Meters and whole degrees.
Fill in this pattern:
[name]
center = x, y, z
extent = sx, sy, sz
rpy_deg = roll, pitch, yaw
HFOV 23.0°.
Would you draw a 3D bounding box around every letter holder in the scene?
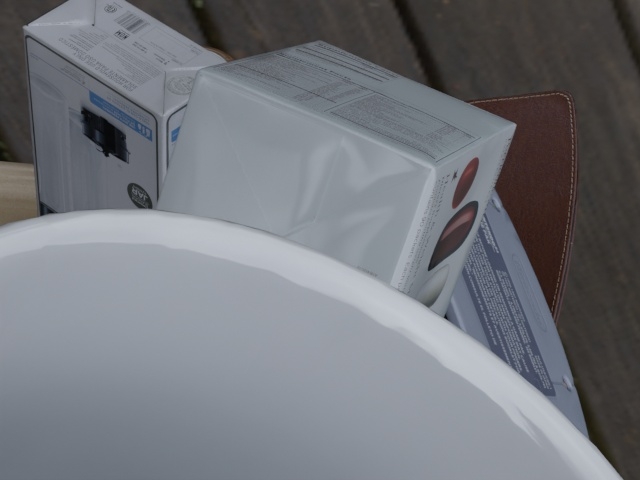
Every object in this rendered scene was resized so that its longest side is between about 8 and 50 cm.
[letter holder]
center = 0.179, 0.017, 1.599
extent = 0.152, 0.214, 0.302
rpy_deg = 46, 46, -48

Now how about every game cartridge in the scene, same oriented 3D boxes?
[game cartridge]
center = 0.127, 0.046, 1.311
extent = 0.196, 0.060, 0.294
rpy_deg = 10, 56, -53

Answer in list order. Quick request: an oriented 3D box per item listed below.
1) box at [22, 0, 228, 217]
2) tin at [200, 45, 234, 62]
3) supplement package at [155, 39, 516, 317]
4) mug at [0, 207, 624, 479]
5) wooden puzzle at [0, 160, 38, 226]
[box]
center = -0.165, -0.056, 1.374
extent = 0.087, 0.169, 0.290
rpy_deg = -39, 151, -34
[tin]
center = -0.167, -0.138, 1.570
extent = 0.189, 0.106, 0.040
rpy_deg = -16, 141, -9
[supplement package]
center = 0.000, 0.000, 0.956
extent = 0.203, 0.149, 0.194
rpy_deg = -31, 143, -67
[mug]
center = -0.097, 0.163, 0.488
extent = 0.276, 0.374, 0.328
rpy_deg = 1, 138, -41
[wooden puzzle]
center = -0.334, 0.071, 1.508
extent = 0.322, 0.348, 0.080
rpy_deg = 4, 137, -8
